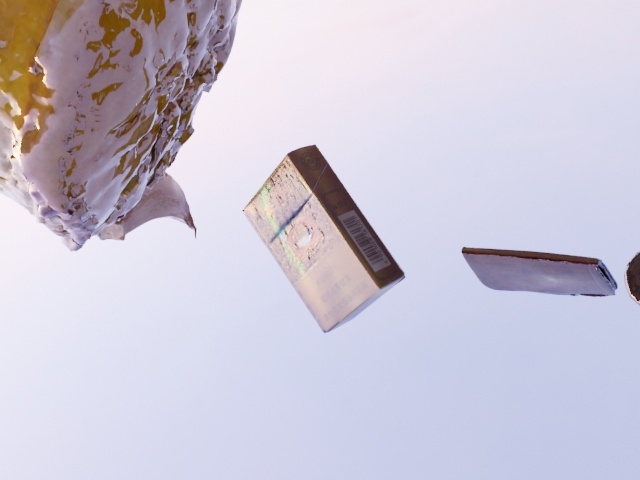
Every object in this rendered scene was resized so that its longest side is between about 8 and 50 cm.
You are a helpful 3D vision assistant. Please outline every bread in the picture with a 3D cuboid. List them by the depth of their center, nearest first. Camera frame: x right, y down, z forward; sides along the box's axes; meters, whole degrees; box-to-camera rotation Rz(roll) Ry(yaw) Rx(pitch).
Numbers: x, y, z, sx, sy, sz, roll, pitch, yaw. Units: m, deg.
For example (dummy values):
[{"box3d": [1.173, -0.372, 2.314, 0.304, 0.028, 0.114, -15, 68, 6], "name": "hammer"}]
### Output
[{"box3d": [-0.218, -0.188, 0.719, 0.215, 0.398, 0.398, 28, -149, -1], "name": "bread"}]

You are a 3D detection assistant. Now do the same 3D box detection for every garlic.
[{"box3d": [-0.297, -0.072, 1.234, 0.128, 0.115, 0.207, 30, -159, 29], "name": "garlic"}]

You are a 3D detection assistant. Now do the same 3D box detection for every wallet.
[{"box3d": [0.385, 0.059, 1.320, 0.255, 0.137, 0.031, 5, -117, 39], "name": "wallet"}]

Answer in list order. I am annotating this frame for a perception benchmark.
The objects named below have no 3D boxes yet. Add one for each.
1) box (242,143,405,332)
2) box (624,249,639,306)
[{"box3d": [0.000, 0.000, 1.104, 0.071, 0.240, 0.159, -25, 165, -40], "name": "box"}, {"box3d": [0.546, 0.016, 0.768, 0.350, 0.091, 0.359, -49, -143, 6], "name": "box"}]
